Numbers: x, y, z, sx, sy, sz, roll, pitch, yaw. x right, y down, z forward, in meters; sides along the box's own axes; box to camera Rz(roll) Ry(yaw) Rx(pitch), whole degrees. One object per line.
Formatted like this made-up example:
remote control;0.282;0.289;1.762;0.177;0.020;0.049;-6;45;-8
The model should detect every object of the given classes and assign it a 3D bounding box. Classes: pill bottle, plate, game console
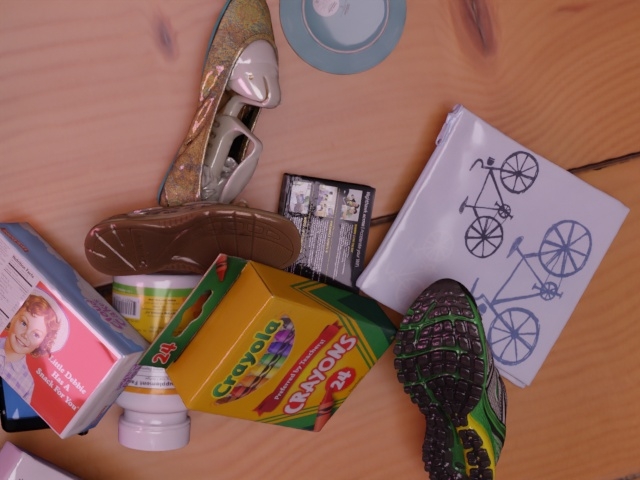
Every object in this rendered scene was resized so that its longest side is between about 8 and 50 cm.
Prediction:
pill bottle;-0.226;0.161;1.604;0.136;0.136;0.246;3;96;-10
plate;0.035;-0.333;1.650;0.188;0.024;0.188;-1;98;-10
game console;-0.393;0.204;1.611;0.085;0.124;0.144;-11;100;-35

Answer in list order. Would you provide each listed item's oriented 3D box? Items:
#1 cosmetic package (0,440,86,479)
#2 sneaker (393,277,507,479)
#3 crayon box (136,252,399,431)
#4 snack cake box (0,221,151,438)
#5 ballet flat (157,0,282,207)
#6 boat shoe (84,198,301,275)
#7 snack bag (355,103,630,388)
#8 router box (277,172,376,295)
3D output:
cosmetic package;-0.394;0.507;1.564;0.284;0.097;0.377;36;75;-28
sneaker;0.195;0.199;1.659;0.134;0.146;0.344;5;123;24
crayon box;-0.064;0.146;1.550;0.318;0.081;0.202;19;115;-45
snack cake box;-0.369;0.115;1.533;0.264;0.089;0.152;43;104;13
ballet flat;-0.117;-0.174;1.590;0.123;0.123;0.349;20;95;-11
boat shoe;-0.167;-0.009;1.535;0.285;0.089;0.105;2;112;0
snack bag;0.253;0.015;1.708;0.342;0.037;0.323;28;93;-18
router box;0.000;0.000;1.671;0.133;0.046;0.179;8;95;-12
